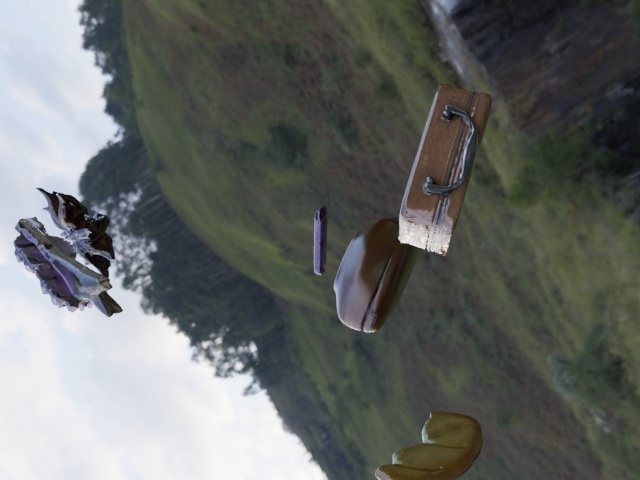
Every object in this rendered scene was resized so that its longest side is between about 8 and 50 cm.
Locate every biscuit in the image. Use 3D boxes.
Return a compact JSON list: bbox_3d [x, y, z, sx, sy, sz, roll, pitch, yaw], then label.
[{"bbox_3d":[0.259,0.469,1.771,0.299,0.154,0.045,-31,-51,-48],"label":"biscuit"}]

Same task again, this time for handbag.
[{"bbox_3d":[0.153,-0.090,0.980,0.151,0.072,0.194,70,-141,-73],"label":"handbag"}]

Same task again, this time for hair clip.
[{"bbox_3d":[-0.434,0.041,1.342,0.106,0.085,0.292,-21,-138,-40],"label":"hair clip"}]

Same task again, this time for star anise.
[{"bbox_3d":[-0.565,-0.037,1.918,0.272,0.102,0.272,36,150,25],"label":"star anise"}]

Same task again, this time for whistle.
[{"bbox_3d":[0.000,0.000,1.933,0.033,0.033,0.177,-88,0,-65],"label":"whistle"}]

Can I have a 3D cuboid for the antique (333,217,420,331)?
[{"bbox_3d":[0.116,0.062,1.618,0.224,0.129,0.278,100,-163,-44],"label":"antique"}]
